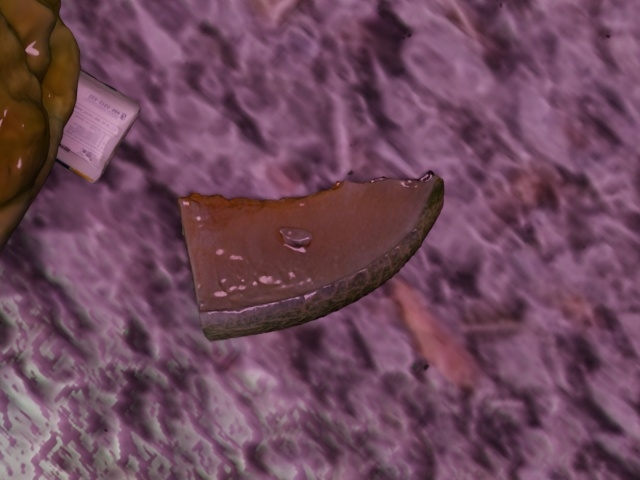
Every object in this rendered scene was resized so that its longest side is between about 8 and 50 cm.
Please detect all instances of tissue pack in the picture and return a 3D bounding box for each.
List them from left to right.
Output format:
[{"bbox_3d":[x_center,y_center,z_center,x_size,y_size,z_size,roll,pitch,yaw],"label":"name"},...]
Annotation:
[{"bbox_3d":[-0.167,-0.083,1.195,0.083,0.042,0.062,30,90,-7],"label":"tissue pack"}]

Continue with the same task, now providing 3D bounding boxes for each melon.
[{"bbox_3d":[-0.001,0.008,1.223,0.182,0.054,0.098,-7,80,-5],"label":"melon"}]

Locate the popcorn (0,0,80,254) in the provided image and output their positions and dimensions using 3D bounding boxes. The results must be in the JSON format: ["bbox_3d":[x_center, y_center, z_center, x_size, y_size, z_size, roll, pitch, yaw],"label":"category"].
[{"bbox_3d":[-0.299,-0.075,1.063,0.312,0.312,0.312,0,95,-5],"label":"popcorn"}]
